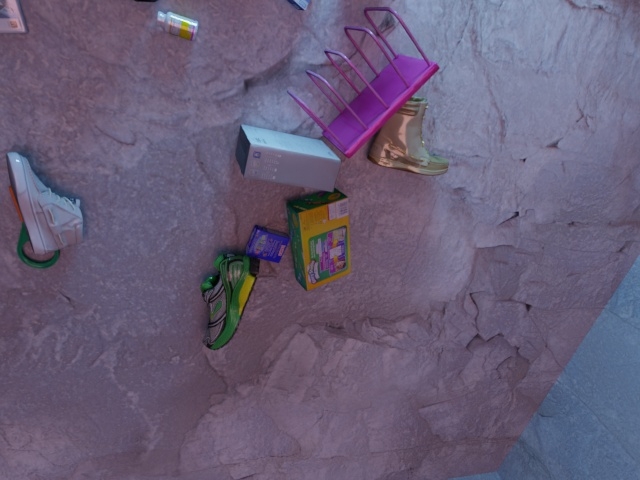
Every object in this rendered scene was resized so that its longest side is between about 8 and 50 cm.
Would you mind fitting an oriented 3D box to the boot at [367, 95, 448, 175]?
[{"bbox_3d":[0.280,-0.302,1.191,0.262,0.095,0.203,7,115,-17],"label":"boot"}]

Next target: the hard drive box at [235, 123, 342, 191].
[{"bbox_3d":[-0.087,-0.212,1.062,0.232,0.181,0.089,6,117,-21],"label":"hard drive box"}]

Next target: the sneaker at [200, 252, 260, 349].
[{"bbox_3d":[-0.299,0.182,1.266,0.146,0.134,0.343,19,110,-10],"label":"sneaker"}]

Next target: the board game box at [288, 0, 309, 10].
[{"bbox_3d":[-0.079,-0.612,0.878,0.201,0.035,0.136,18,105,-45],"label":"board game box"}]

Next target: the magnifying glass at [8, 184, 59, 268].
[{"bbox_3d":[-0.728,-0.030,1.044,0.092,0.026,0.231,-7,122,-15],"label":"magnifying glass"}]

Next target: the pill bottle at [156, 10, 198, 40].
[{"bbox_3d":[-0.315,-0.474,0.915,0.083,0.043,0.043,10,115,-23],"label":"pill bottle"}]

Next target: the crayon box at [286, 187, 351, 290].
[{"bbox_3d":[0.000,0.000,1.252,0.165,0.081,0.278,-20,125,-23],"label":"crayon box"}]

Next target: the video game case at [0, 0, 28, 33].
[{"bbox_3d":[-0.690,-0.502,0.784,0.183,0.023,0.201,-8,121,-15],"label":"video game case"}]

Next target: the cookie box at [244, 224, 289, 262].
[{"bbox_3d":[-0.160,0.012,1.249,0.107,0.040,0.092,17,111,-26],"label":"cookie box"}]

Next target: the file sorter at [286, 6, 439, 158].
[{"bbox_3d":[0.086,-0.390,1.007,0.290,0.202,0.182,-44,121,9],"label":"file sorter"}]

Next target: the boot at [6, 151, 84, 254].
[{"bbox_3d":[-0.650,-0.093,0.995,0.123,0.095,0.258,-20,131,-36],"label":"boot"}]
